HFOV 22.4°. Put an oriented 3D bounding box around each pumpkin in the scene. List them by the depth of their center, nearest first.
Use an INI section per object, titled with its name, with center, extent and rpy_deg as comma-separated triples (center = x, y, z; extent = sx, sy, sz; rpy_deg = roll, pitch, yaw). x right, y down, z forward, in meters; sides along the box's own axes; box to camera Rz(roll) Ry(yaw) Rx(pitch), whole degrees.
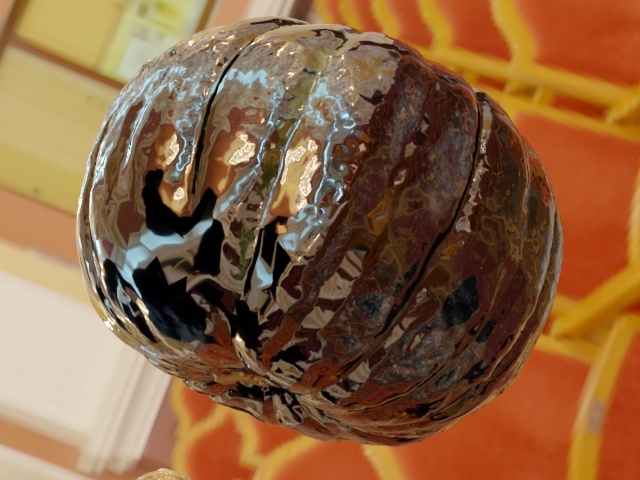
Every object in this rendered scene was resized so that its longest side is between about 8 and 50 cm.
[pumpkin]
center = 0.000, 0.000, 1.185
extent = 0.266, 0.363, 0.363
rpy_deg = -66, 6, -20

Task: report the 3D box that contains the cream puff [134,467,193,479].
[cream puff]
center = -0.169, 0.318, 1.737
extent = 0.103, 0.126, 0.144
rpy_deg = -56, -47, -42
